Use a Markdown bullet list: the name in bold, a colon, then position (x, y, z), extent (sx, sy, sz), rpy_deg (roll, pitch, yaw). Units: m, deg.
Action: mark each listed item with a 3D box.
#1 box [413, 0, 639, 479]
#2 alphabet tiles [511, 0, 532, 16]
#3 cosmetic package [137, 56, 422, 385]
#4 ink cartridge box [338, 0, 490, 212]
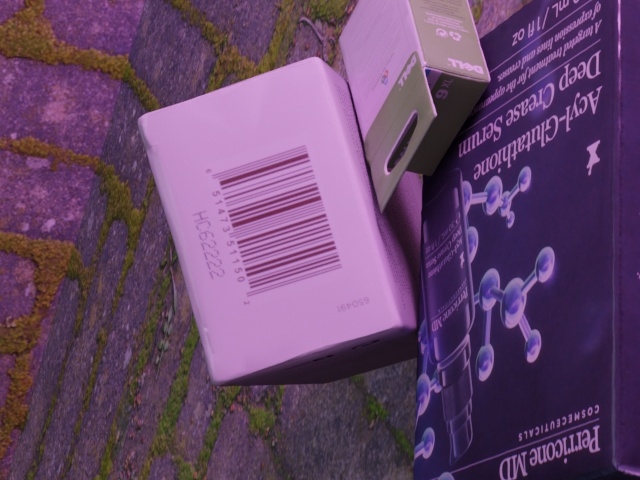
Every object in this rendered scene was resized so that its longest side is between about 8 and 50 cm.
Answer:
- **box**: position (0.229, 0.023, 1.448), extent (0.293, 0.212, 0.395), rpy_deg (146, 131, -59)
- **alphabet tiles**: position (0.257, -0.243, 1.767), extent (0.342, 0.011, 0.285), rpy_deg (123, 149, -42)
- **cosmetic package**: position (0.000, 0.000, 1.696), extent (0.453, 0.161, 0.230), rpy_deg (22, -129, -78)
- **ink cartridge box**: position (0.077, -0.126, 1.523), extent (0.209, 0.062, 0.109), rpy_deg (-101, 31, -43)
